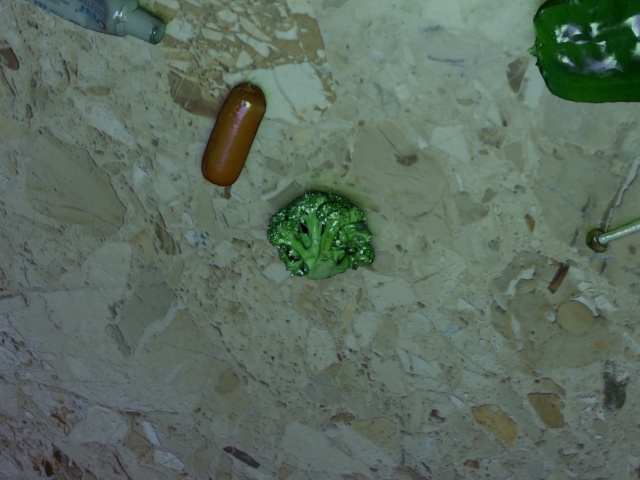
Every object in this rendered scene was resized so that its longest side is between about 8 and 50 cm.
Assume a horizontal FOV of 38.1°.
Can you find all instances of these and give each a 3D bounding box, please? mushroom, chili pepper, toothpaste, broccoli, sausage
[{"bbox_3d":[0.608,-0.018,1.571,0.307,0.043,0.068,-5,134,13],"label":"mushroom"},{"bbox_3d":[0.501,-0.302,1.366,0.385,0.167,0.213,-5,118,14],"label":"chili pepper"},{"bbox_3d":[-0.391,-0.410,1.565,0.283,0.068,0.099,26,92,5],"label":"toothpaste"},{"bbox_3d":[0.000,0.000,1.648,0.196,0.156,0.195,-9,144,-7],"label":"broccoli"},{"bbox_3d":[-0.153,-0.185,1.621,0.076,0.076,0.197,25,118,-2],"label":"sausage"}]
